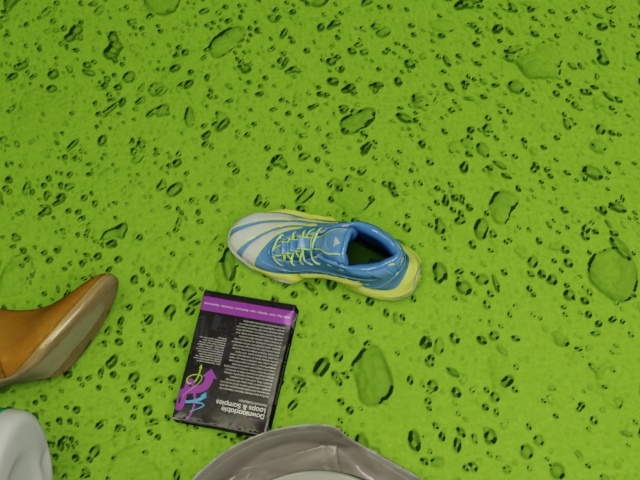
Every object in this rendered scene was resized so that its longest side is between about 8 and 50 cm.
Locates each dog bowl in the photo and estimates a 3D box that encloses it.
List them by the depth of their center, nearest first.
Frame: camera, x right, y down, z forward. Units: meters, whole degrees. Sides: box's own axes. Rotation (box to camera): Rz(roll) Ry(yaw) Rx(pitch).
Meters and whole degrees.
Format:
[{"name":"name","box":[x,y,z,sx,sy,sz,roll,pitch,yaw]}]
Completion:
[{"name":"dog bowl","box":[-0.004,0.378,1.585,0.349,0.102,0.348,-3,70,8]}]

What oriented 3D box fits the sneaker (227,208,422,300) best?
[{"name":"sneaker","box":[0.000,0.000,1.705,0.240,0.126,0.091,10,72,12]}]

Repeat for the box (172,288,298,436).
[{"name":"box","box":[-0.099,0.145,1.721,0.116,0.029,0.162,10,71,13]}]

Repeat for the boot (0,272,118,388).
[{"name":"boot","box":[-0.403,0.101,1.745,0.211,0.104,0.295,39,85,19]}]

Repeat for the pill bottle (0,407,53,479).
[{"name":"pill bottle","box":[-0.494,0.278,1.598,0.361,0.204,0.204,1,71,9]}]
